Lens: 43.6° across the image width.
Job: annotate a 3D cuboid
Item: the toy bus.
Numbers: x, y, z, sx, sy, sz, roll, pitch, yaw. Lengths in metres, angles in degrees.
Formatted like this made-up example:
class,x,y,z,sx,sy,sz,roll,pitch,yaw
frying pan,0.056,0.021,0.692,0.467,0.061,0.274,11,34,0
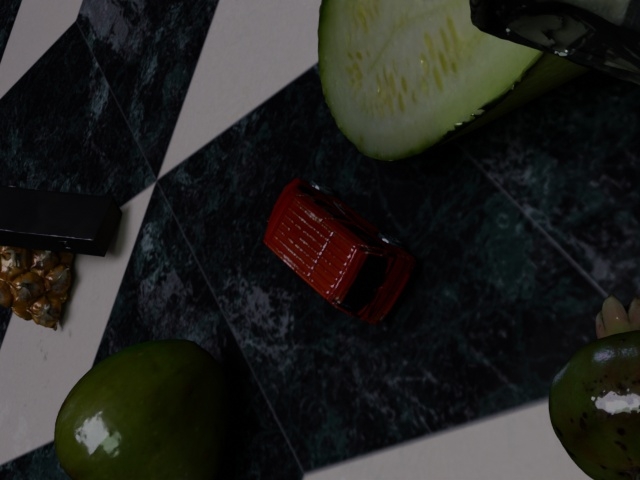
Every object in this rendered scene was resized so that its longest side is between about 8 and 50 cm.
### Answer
class,x,y,z,sx,sy,sz,roll,pitch,yaw
toy bus,0.000,0.000,0.785,0.195,0.089,0.081,41,105,45

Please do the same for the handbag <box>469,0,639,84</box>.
class,x,y,z,sx,sy,sz,roll,pitch,yaw
handbag,0.289,-0.205,0.406,0.162,0.326,0.325,-65,-2,-82

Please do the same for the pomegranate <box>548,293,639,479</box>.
class,x,y,z,sx,sy,sz,roll,pitch,yaw
pomegranate,0.211,0.097,0.533,0.114,0.114,0.142,-31,30,35

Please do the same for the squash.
class,x,y,z,sx,sy,sz,roll,pitch,yaw
squash,0.086,-0.198,0.673,0.308,0.210,0.234,-23,81,32

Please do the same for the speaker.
class,x,y,z,sx,sy,sz,roll,pitch,yaw
speaker,-0.401,-0.031,1.145,0.218,0.044,0.082,5,56,12

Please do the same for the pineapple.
class,x,y,z,sx,sy,sz,roll,pitch,yaw
pineapple,-0.445,-0.002,1.211,0.164,0.139,0.250,-45,46,23

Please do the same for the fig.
class,x,y,z,sx,sy,sz,roll,pitch,yaw
fig,-0.177,0.195,0.845,0.181,0.181,0.191,23,72,47
